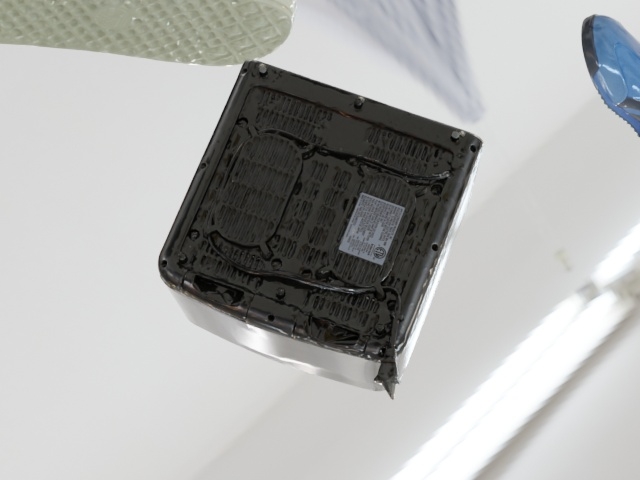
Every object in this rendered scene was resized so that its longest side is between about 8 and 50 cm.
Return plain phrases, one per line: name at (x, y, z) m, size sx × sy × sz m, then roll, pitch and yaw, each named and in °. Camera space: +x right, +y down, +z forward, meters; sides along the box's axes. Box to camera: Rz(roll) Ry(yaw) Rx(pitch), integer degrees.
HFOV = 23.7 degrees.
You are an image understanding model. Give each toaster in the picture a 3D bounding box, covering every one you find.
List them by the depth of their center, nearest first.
toaster at (0.000, 0.000, 0.977) m, size 0.110 × 0.168 × 0.185 m, roll 80°, pitch 30°, yaw -70°

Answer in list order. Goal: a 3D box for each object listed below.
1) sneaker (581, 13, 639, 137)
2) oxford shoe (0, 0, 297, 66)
sneaker at (0.294, -0.118, 1.273) m, size 0.082 × 0.209 × 0.069 m, roll -18°, pitch -143°, yaw 38°
oxford shoe at (-0.229, -0.246, 1.247) m, size 0.449 × 0.130 × 0.169 m, roll 7°, pitch 152°, yaw -28°
